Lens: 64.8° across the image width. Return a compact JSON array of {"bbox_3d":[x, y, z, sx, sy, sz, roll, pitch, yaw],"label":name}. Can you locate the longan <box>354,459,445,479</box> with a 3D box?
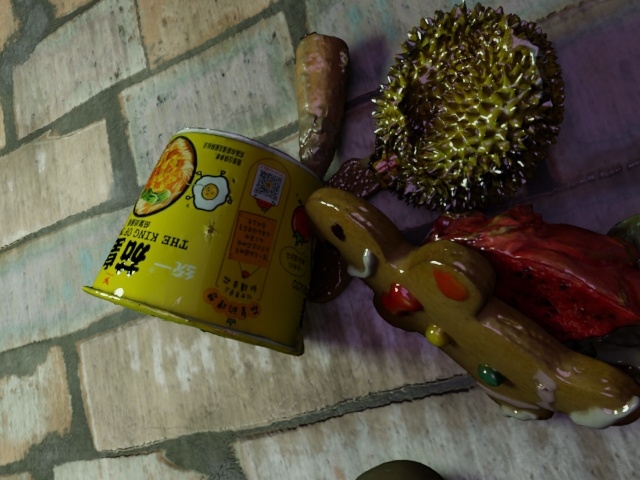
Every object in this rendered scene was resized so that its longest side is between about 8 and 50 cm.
[{"bbox_3d":[0.109,0.404,0.703,0.189,0.189,0.189,-3,82,23],"label":"longan"}]

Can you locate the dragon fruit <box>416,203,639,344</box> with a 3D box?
[{"bbox_3d":[0.237,0.017,0.629,0.205,0.317,0.152,35,69,0],"label":"dragon fruit"}]

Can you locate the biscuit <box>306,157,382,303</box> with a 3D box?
[{"bbox_3d":[-0.004,-0.008,0.865,0.183,0.047,0.320,36,99,21],"label":"biscuit"}]

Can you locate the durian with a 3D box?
[{"bbox_3d":[0.196,-0.166,0.703,0.258,0.258,0.293,32,109,24],"label":"durian"}]

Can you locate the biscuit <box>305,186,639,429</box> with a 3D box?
[{"bbox_3d":[0.143,0.093,0.636,0.432,0.283,0.064,39,70,2],"label":"biscuit"}]

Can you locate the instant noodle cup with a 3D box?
[{"bbox_3d":[-0.142,0.004,0.748,0.325,0.325,0.254,12,78,24],"label":"instant noodle cup"}]

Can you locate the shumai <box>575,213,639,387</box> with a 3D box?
[{"bbox_3d":[0.414,0.107,0.592,0.218,0.189,0.256,-50,63,9],"label":"shumai"}]

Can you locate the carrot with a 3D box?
[{"bbox_3d":[-0.004,-0.212,0.857,0.101,0.102,0.263,0,80,24],"label":"carrot"}]
